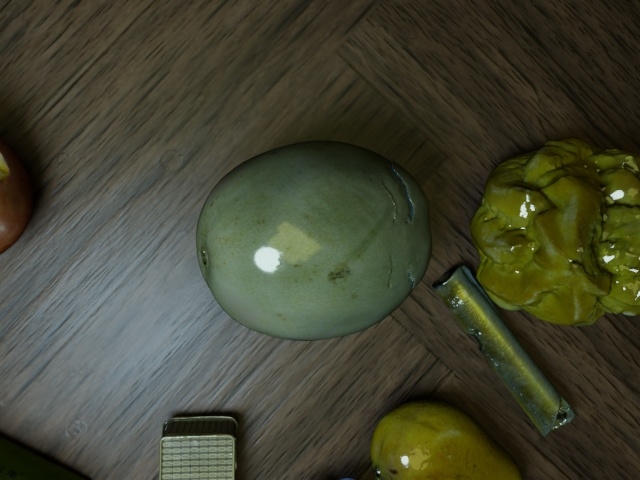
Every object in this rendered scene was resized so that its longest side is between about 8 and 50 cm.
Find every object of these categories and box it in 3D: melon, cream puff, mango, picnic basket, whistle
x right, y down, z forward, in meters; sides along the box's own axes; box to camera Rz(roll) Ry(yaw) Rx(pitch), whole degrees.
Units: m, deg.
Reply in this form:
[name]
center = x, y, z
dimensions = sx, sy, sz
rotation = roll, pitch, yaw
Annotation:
[melon]
center = 0.000, 0.000, 0.757
dimensions = 0.330, 0.268, 0.268
rotation = -10, 94, -28
[cream puff]
center = 0.402, -0.007, 0.819
dimensions = 0.325, 0.257, 0.291
rotation = 14, 94, -8
[mango]
center = 0.200, 0.351, 0.868
dimensions = 0.262, 0.130, 0.167
rotation = 34, 83, -14
[picnic basket]
center = -0.182, 0.352, 0.838
dimensions = 0.115, 0.079, 0.164
rotation = 1, 92, -8
[whistle]
center = 0.300, 0.182, 0.906
dimensions = 0.068, 0.057, 0.326
rotation = -36, 95, 15

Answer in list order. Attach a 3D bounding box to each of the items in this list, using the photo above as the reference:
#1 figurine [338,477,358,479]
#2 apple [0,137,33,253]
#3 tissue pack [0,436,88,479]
[figurine]
center = 0.029, 0.485, 0.863
dimensions = 0.164, 0.120, 0.262
rotation = 6, 109, -1
[apple]
center = -0.507, -0.060, 0.695
dimensions = 0.242, 0.241, 0.242
rotation = 0, 89, -7
[tissue pack]
center = -0.491, 0.368, 0.737
dimensions = 0.275, 0.200, 0.167
rotation = 33, 90, -8
